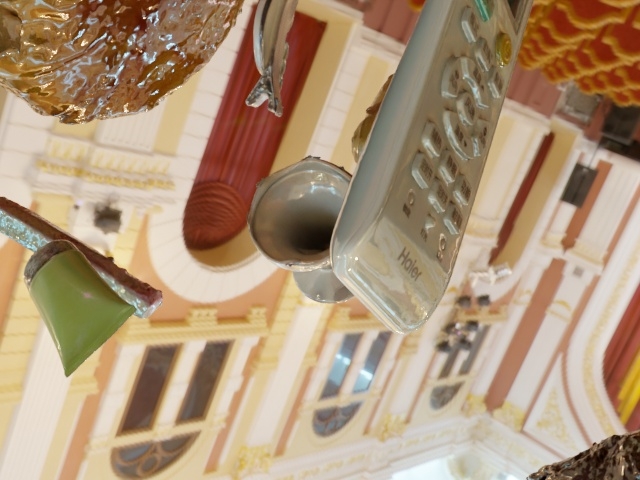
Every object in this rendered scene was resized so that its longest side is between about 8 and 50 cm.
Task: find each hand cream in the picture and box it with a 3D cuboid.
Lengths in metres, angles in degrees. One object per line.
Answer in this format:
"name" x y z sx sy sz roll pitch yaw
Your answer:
"hand cream" -0.265 0.061 0.777 0.175 0.095 0.046 40 170 39

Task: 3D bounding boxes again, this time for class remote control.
"remote control" 0.075 -0.093 0.445 0.051 0.294 0.103 9 157 34

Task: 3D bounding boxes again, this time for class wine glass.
"wine glass" 0.000 0.000 1.037 0.164 0.165 0.196 28 163 27

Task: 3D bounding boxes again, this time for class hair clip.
"hair clip" -0.063 -0.299 1.094 0.054 0.220 0.140 13 -175 15

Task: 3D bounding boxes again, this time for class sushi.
"sushi" 0.442 0.386 1.060 0.210 0.171 0.350 29 148 -5

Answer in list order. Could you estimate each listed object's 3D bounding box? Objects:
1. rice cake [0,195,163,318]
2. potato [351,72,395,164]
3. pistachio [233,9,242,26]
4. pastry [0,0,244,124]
"rice cake" -0.343 0.021 1.036 0.290 0.051 0.081 30 -174 13
"potato" 0.175 -0.205 1.473 0.196 0.299 0.247 12 136 59
"pistachio" -0.261 -0.469 1.292 0.260 0.163 0.212 23 -165 -45
"pastry" -0.167 -0.243 0.617 0.136 0.330 0.329 43 -161 16
